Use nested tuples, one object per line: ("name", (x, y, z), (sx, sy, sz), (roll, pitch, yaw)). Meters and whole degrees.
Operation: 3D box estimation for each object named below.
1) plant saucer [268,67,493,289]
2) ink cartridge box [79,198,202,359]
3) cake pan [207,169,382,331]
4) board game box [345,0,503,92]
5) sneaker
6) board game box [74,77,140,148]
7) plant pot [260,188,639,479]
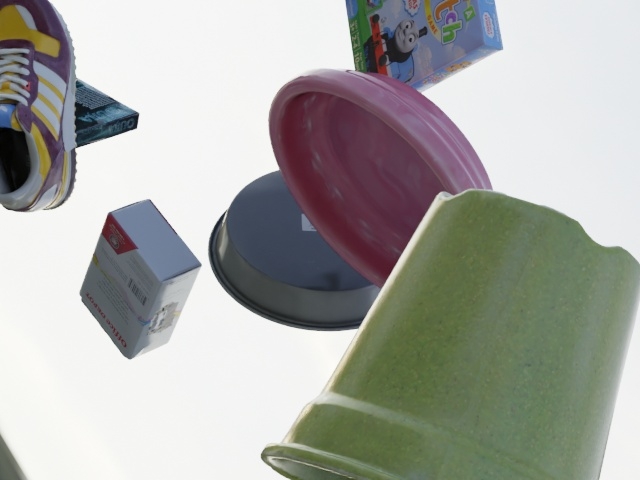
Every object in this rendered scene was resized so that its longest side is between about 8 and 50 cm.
("plant saucer", (0.084, -0.071, 2.210), (0.332, 0.084, 0.332), (36, -28, 23))
("ink cartridge box", (-0.240, 0.052, 2.506), (0.127, 0.072, 0.175), (50, -39, 21))
("cake pan", (0.000, 0.000, 2.481), (0.293, 0.293, 0.054), (43, -37, 35))
("board game box", (0.120, -0.262, 2.269), (0.211, 0.039, 0.160), (-26, -116, 42))
("sneaker", (-0.237, -0.115, 1.503), (0.084, 0.070, 0.185), (-4, 85, -70))
("board game box", (-0.325, -0.148, 2.282), (0.126, 0.186, 0.026), (30, -58, 28))
("plant pot", (0.128, 0.108, 1.486), (0.276, 0.254, 0.276), (22, -13, 5))
